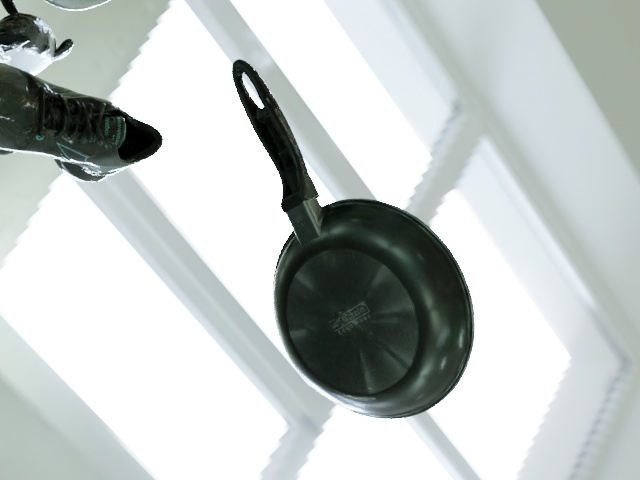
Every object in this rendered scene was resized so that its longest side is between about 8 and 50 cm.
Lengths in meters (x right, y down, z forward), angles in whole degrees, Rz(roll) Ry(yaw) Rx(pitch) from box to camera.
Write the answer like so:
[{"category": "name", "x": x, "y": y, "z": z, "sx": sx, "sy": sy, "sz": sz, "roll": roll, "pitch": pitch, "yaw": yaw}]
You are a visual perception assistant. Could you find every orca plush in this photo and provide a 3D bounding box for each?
[{"category": "orca plush", "x": -0.432, "y": -0.284, "z": 2.596, "sx": 0.151, "sy": 0.102, "sz": 0.287, "roll": -21, "pitch": 178, "yaw": 10}]

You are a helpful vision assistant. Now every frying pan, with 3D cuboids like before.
[{"category": "frying pan", "x": 0.026, "y": 0.000, "z": 1.619, "sx": 0.197, "sy": 0.326, "sz": 0.053, "roll": -4, "pitch": -167, "yaw": 32}]

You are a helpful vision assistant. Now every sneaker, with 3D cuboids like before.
[{"category": "sneaker", "x": -0.274, "y": -0.132, "z": 2.037, "sx": 0.106, "sy": 0.267, "sz": 0.101, "roll": -4, "pitch": -102, "yaw": 30}]

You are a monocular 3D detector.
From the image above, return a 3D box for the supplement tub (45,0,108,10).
[{"category": "supplement tub", "x": -0.313, "y": -0.395, "z": 1.900, "sx": 0.338, "sy": 0.207, "sz": 0.207, "roll": 37, "pitch": -103, "yaw": 22}]
